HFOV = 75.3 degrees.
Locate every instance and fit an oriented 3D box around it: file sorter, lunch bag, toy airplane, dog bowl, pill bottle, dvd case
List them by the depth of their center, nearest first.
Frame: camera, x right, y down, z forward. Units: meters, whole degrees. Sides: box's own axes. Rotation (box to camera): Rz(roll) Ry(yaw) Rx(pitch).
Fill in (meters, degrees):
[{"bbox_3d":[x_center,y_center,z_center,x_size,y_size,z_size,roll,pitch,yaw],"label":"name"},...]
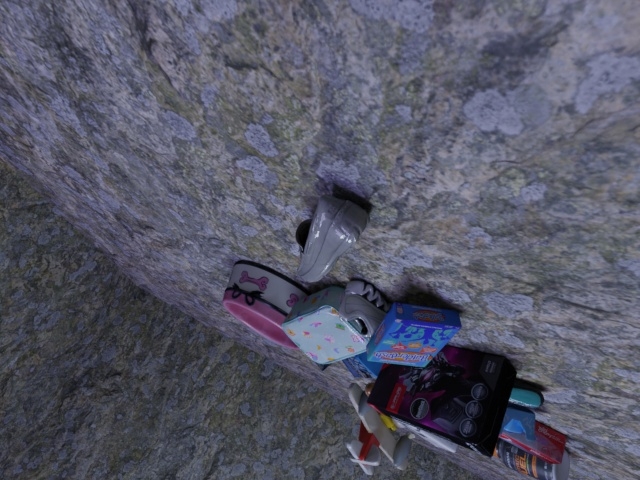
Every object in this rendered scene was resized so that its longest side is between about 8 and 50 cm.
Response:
[{"bbox_3d":[0.505,0.500,1.212,0.297,0.074,0.166,21,175,-26],"label":"dog bowl"},{"bbox_3d":[0.029,0.267,1.271,0.224,0.108,0.279,44,136,-14],"label":"lunch bag"},{"bbox_3d":[0.152,0.368,1.413,0.104,0.118,0.170,11,150,45],"label":"file sorter"},{"bbox_3d":[0.752,0.782,1.511,0.130,0.131,0.245,43,153,-26],"label":"pill bottle"},{"bbox_3d":[-0.178,0.252,1.522,0.407,0.151,0.408,26,156,12],"label":"dog bowl"},{"bbox_3d":[0.139,0.483,1.692,0.180,0.022,0.253,53,156,3],"label":"dvd case"},{"bbox_3d":[0.268,0.815,1.827,0.272,0.385,0.386,-24,151,22],"label":"toy airplane"}]

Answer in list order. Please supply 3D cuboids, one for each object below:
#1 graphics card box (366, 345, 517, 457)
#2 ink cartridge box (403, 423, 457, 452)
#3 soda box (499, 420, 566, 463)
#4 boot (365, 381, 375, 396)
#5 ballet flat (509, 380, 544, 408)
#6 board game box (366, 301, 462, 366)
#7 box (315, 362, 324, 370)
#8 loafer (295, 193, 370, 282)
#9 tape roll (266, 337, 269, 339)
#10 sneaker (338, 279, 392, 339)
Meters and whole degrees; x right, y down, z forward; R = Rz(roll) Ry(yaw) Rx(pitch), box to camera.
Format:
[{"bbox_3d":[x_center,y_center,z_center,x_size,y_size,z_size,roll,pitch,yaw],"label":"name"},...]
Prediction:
[{"bbox_3d":[0.322,0.411,1.154,0.370,0.233,0.094,-1,141,51],"label":"graphics card box"},{"bbox_3d":[0.371,0.575,1.460,0.272,0.199,0.114,35,157,-9],"label":"ink cartridge box"},{"bbox_3d":[0.650,0.623,1.363,0.263,0.092,0.084,24,154,15],"label":"soda box"},{"bbox_3d":[0.293,0.634,1.692,0.197,0.073,0.152,24,160,-16],"label":"boot"},{"bbox_3d":[0.505,0.409,1.146,0.203,0.074,0.074,6,147,34],"label":"ballet flat"},{"bbox_3d":[0.218,0.234,1.005,0.159,0.047,0.210,8,138,-9],"label":"board game box"},{"bbox_3d":[0.040,0.390,1.522,0.077,0.147,0.180,47,161,19],"label":"box"},{"bbox_3d":[0.000,0.000,0.885,0.111,0.112,0.319,36,149,0],"label":"loafer"},{"bbox_3d":[-0.258,0.446,2.091,0.219,0.072,0.219,26,156,12],"label":"tape roll"},{"bbox_3d":[0.175,0.227,1.108,0.292,0.118,0.110,32,155,-7],"label":"sneaker"}]
